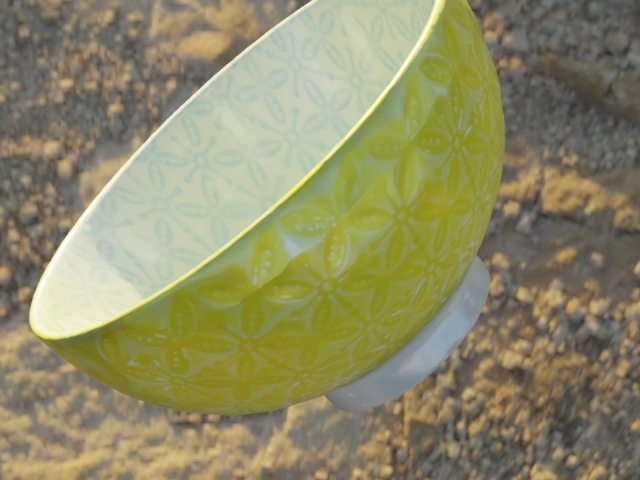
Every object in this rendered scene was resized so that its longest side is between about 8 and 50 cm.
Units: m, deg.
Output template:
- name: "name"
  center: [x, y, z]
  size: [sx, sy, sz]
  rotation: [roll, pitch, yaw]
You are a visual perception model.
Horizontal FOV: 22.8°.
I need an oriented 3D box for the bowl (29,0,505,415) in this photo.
- name: "bowl"
  center: [0.000, 0.000, 0.856]
  size: [0.156, 0.289, 0.289]
  rotation: [48, 63, -19]
